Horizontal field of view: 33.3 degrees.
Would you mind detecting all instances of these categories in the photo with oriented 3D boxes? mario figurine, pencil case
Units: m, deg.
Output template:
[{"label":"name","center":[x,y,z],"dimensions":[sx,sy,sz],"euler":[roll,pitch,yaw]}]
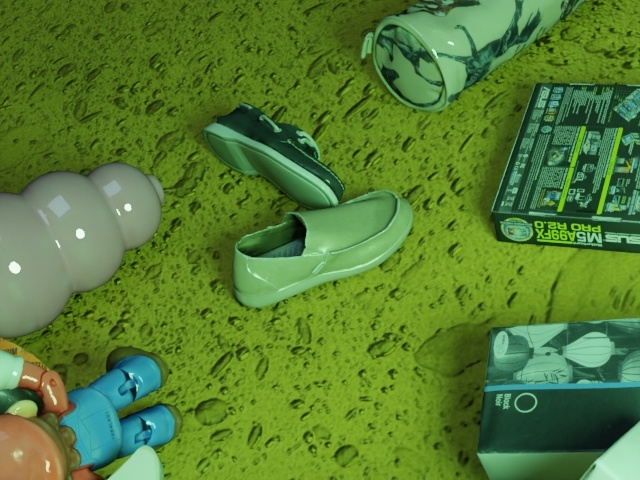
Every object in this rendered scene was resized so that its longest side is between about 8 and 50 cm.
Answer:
[{"label":"mario figurine","center":[-0.304,0.215,1.186],"dimensions":[0.198,0.170,0.320],"euler":[44,25,16]},{"label":"pencil case","center":[0.260,-0.367,1.668],"dimensions":[0.410,0.160,0.183],"euler":[-38,55,-19]}]

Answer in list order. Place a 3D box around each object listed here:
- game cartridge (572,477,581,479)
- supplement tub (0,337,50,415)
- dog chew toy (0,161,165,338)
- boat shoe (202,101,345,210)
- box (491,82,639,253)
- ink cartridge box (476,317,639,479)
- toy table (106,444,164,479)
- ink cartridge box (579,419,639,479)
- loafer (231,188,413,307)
[{"label":"game cartridge","center":[0.384,0.184,1.113],"dimensions":[0.297,0.062,0.198],"euler":[-27,38,2]},{"label":"supplement tub","center":[-0.445,0.282,1.225],"dimensions":[0.207,0.207,0.338],"euler":[5,47,24]},{"label":"dog chew toy","center":[-0.371,-0.004,1.507],"dimensions":[0.331,0.207,0.206],"euler":[-30,43,-22]},{"label":"boat shoe","center":[-0.058,-0.134,1.581],"dimensions":[0.091,0.114,0.302],"euler":[-44,48,-17]},{"label":"box","center":[0.367,-0.104,1.435],"dimensions":[0.216,0.060,0.270],"euler":[5,48,24]},{"label":"ink cartridge box","center":[0.331,0.157,1.084],"dimensions":[0.332,0.065,0.165],"euler":[-6,46,22]},{"label":"toy table","center":[-0.217,0.347,1.068],"dimensions":[0.161,0.252,0.274],"euler":[36,57,25]},{"label":"ink cartridge box","center":[0.323,0.292,0.853],"dimensions":[0.296,0.066,0.261],"euler":[39,33,23]},{"label":"loafer","center":[0.000,0.000,1.436],"dimensions":[0.268,0.092,0.102],"euler":[-27,44,-7]}]
